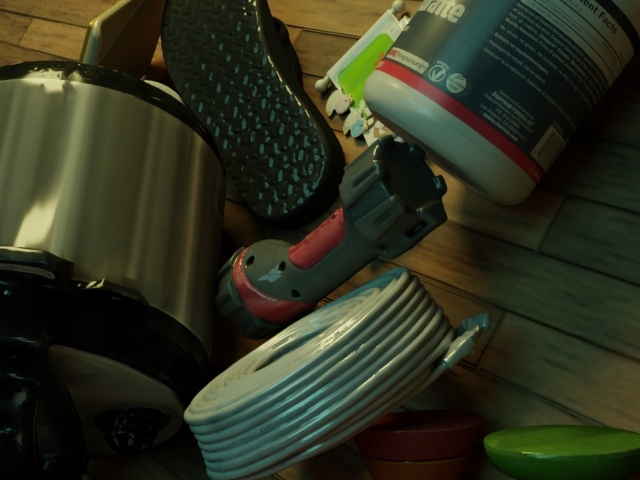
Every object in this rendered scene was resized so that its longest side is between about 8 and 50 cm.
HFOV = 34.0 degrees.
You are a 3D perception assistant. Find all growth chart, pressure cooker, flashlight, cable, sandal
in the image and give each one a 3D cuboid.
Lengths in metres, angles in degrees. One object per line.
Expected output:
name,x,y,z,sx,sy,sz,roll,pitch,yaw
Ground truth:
growth chart,0.090,-0.180,1.199,0.172,0.021,0.237,-50,42,9
pressure cooker,-0.292,0.061,1.141,0.376,0.370,0.420,-21,53,33
flashlight,0.000,0.000,1.041,0.304,0.103,0.103,-43,34,48
cable,-0.003,0.122,0.950,0.257,0.089,0.257,-33,4,-33
sandal,-0.087,-0.193,1.326,0.168,0.107,0.445,-35,59,20

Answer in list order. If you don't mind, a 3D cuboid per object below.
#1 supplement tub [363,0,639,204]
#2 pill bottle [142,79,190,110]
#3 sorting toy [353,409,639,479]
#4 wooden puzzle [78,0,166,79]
supplement tub,0.187,-0.188,0.986,0.272,0.191,0.191,-54,42,3
pill bottle,-0.260,-0.116,1.383,0.215,0.117,0.117,-34,43,52
sorting toy,0.176,0.214,0.839,0.366,0.127,0.126,-2,89,43
wooden puzzle,-0.276,-0.266,1.433,0.238,0.044,0.221,-59,0,-43
